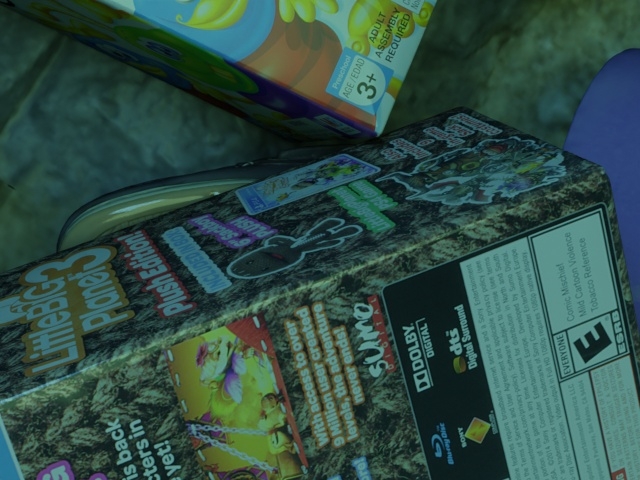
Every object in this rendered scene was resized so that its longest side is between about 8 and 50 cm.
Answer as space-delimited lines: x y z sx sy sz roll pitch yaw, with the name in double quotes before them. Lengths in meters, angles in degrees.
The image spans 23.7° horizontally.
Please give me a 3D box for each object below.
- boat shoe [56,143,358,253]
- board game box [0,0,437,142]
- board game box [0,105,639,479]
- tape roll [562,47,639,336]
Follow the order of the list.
"boat shoe" 0.000 0.000 0.789 0.285 0.092 0.103 -6 115 -19
"board game box" -0.086 -0.167 0.723 0.275 0.142 0.144 24 85 -17
"board game box" -0.009 0.103 0.682 0.291 0.141 0.232 -20 111 -14
"tape roll" 0.193 -0.005 0.801 0.189 0.080 0.189 -20 114 -56
